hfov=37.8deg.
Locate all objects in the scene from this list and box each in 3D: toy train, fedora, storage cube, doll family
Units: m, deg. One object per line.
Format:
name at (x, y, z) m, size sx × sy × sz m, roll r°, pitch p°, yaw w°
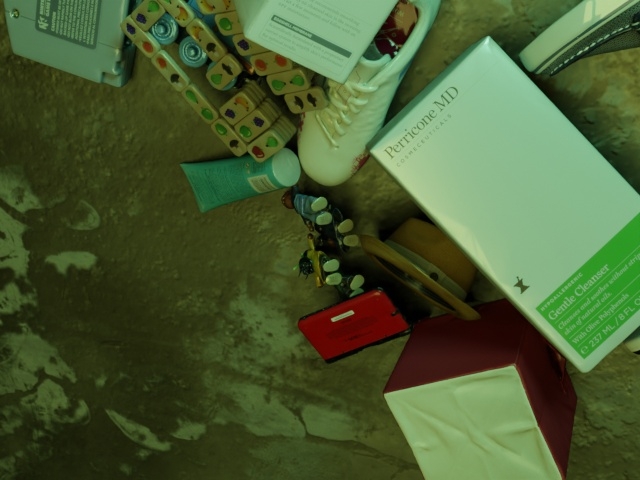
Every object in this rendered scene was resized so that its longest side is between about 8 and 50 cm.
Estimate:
toy train at (-0.142, -0.277, 1.230) m, size 0.184 × 0.080 × 0.105 m, roll 38°, pitch 112°, yaw -1°
fedora at (0.146, 0.029, 1.245) m, size 0.194 × 0.194 × 0.079 m, roll 34°, pitch 84°, yaw 2°
storage cube at (0.222, 0.210, 1.257) m, size 0.215 × 0.193 × 0.183 m, roll -17°, pitch 107°, yaw 26°
doll family at (0.000, 0.000, 1.301) m, size 0.076 × 0.111 × 0.193 m, roll -12°, pitch 107°, yaw -19°

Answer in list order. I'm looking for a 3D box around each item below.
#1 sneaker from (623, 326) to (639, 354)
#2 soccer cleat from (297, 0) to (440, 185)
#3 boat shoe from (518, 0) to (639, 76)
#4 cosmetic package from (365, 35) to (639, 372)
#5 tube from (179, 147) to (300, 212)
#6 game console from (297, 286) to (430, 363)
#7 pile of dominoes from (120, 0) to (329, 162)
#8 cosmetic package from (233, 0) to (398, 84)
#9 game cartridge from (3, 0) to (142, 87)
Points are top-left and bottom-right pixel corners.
sneaker at (0.505, 0.116, 1.178) m, size 0.217 × 0.079 × 0.121 m, roll -37°, pitch 96°, yaw 28°
soccer cleat at (0.041, -0.199, 1.161) m, size 0.116 × 0.143 × 0.331 m, roll 29°, pitch 120°, yaw 5°
boat shoe at (0.398, -0.242, 1.023) m, size 0.340 × 0.127 × 0.158 m, roll -32°, pitch 93°, yaw 28°
cosmetic package at (0.246, -0.046, 1.125) m, size 0.365 × 0.155 × 0.197 m, roll 44°, pitch 97°, yaw -6°
tube at (-0.118, -0.086, 1.308) m, size 0.207 × 0.052 × 0.080 m, roll -8°, pitch 107°, yaw 43°
game console at (0.062, 0.111, 1.315) m, size 0.144 × 0.085 × 0.124 m, roll -25°, pitch 116°, yaw 27°
pile of dominoes at (-0.130, -0.213, 1.170) m, size 0.251 × 0.040 × 0.196 m, roll 47°, pitch 139°, yaw -13°
cosmetic package at (0.008, -0.339, 1.039) m, size 0.138 × 0.224 × 0.224 m, roll 21°, pitch 120°, yaw -29°
game cartridge at (-0.334, -0.376, 1.266) m, size 0.198 × 0.062 × 0.297 m, roll 22°, pitch 119°, yaw 13°
